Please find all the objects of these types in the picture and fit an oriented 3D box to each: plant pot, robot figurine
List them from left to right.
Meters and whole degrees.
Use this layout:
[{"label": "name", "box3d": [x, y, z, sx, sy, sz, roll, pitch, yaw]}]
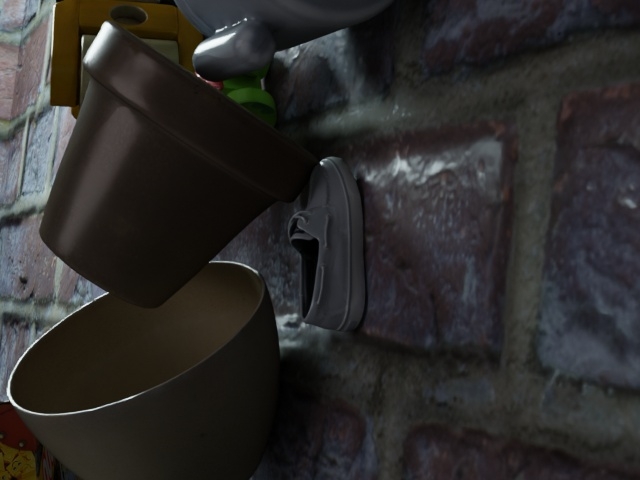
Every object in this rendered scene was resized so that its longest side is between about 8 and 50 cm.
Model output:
[{"label": "plant pot", "box3d": [-0.170, -0.063, 1.212, 0.229, 0.263, 0.263, -55, 28, 3]}, {"label": "plant pot", "box3d": [-0.157, 0.174, 1.240, 0.284, 0.284, 0.191, 34, 149, 64]}, {"label": "robot figurine", "box3d": [-0.034, -0.293, 1.140, 0.300, 0.200, 0.353, -64, 22, -12]}]

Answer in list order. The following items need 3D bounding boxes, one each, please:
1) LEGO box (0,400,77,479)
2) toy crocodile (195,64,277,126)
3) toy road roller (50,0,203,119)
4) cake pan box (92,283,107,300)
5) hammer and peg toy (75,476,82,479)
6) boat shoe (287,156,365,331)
[{"label": "LEGO box", "box3d": [-0.432, 0.410, 1.564, 0.500, 0.193, 0.372, 127, 137, -79]}, {"label": "toy crocodile", "box3d": [-0.136, -0.146, 1.434, 0.340, 0.105, 0.115, 125, 145, -46]}, {"label": "toy road roller", "box3d": [-0.284, -0.240, 1.696, 0.329, 0.202, 0.240, -101, 18, -47]}, {"label": "cake pan box", "box3d": [-0.276, 0.044, 1.733, 0.267, 0.070, 0.245, 121, 149, -41]}, {"label": "hammer and peg toy", "box3d": [-0.227, 0.376, 1.428, 0.266, 0.127, 0.361, 119, 149, -51]}, {"label": "boat shoe", "box3d": [0.000, 0.000, 1.137, 0.066, 0.063, 0.184, 143, 130, -58]}]
